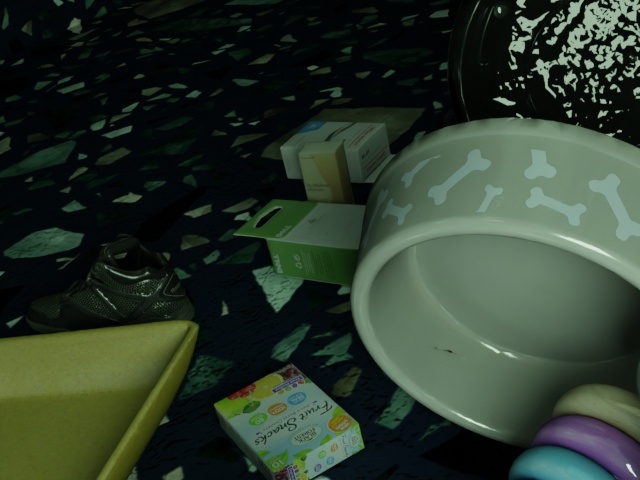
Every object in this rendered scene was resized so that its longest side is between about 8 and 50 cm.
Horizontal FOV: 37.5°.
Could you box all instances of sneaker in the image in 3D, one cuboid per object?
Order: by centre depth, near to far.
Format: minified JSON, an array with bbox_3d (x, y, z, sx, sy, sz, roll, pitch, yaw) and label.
[{"bbox_3d":[-0.280,0.055,1.189,0.228,0.130,0.087,-4,28,22],"label":"sneaker"}]

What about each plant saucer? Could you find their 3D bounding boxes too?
[{"bbox_3d":[-0.311,0.221,0.975,0.333,0.081,0.333,-8,29,23],"label":"plant saucer"}]

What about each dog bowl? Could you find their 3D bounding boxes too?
[{"bbox_3d":[0.184,0.060,0.824,0.349,0.348,0.102,3,46,27],"label":"dog bowl"}]

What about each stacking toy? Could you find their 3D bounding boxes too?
[{"bbox_3d":[0.150,0.259,0.702,0.330,0.141,0.141,-39,37,-28],"label":"stacking toy"}]

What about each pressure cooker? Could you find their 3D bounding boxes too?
[{"bbox_3d":[0.346,-0.239,1.221,0.370,0.375,0.420,7,18,9],"label":"pressure cooker"}]

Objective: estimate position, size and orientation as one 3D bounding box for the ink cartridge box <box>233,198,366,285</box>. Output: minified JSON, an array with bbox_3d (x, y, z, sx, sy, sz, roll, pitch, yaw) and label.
[{"bbox_3d":[0.000,0.000,1.273,0.209,0.062,0.109,6,34,32],"label":"ink cartridge box"}]

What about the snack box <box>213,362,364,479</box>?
[{"bbox_3d":[-0.035,0.191,0.976,0.100,0.037,0.141,-27,32,-21],"label":"snack box"}]

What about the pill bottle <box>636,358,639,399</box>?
[{"bbox_3d":[0.329,0.208,0.520,0.224,0.224,0.392,-11,43,4],"label":"pill bottle"}]

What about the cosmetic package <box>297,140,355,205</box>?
[{"bbox_3d":[0.010,-0.084,1.362,0.060,0.115,0.041,-1,31,22],"label":"cosmetic package"}]

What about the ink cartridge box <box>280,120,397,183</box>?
[{"bbox_3d":[0.041,-0.143,1.510,0.180,0.060,0.104,5,34,30],"label":"ink cartridge box"}]
